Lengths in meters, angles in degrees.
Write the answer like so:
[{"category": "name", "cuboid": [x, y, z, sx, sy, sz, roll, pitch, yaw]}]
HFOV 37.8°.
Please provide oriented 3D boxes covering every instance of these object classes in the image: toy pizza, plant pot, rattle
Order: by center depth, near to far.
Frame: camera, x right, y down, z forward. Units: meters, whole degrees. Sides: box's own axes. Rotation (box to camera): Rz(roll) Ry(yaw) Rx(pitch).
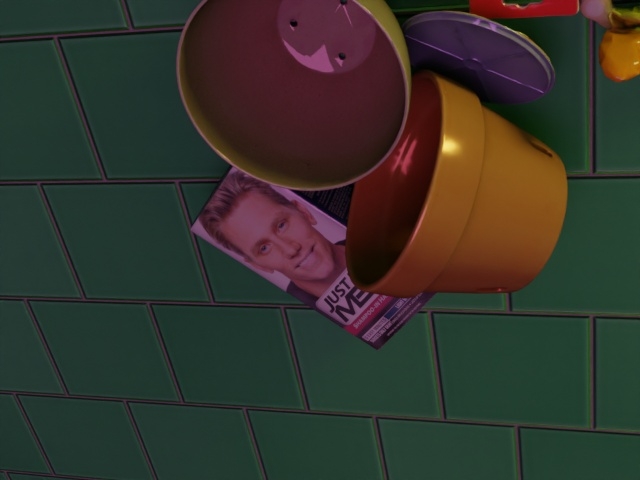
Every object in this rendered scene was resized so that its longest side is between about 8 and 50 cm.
[{"category": "rattle", "cuboid": [0.365, -0.301, 1.038, 0.130, 0.143, 0.200, 40, 136, 10]}, {"category": "toy pizza", "cuboid": [0.194, -0.231, 1.156, 0.201, 0.032, 0.201, 21, 166, 5]}, {"category": "plant pot", "cuboid": [-0.012, -0.231, 1.169, 0.284, 0.191, 0.284, 9, 128, 12]}, {"category": "plant pot", "cuboid": [0.179, -0.053, 1.210, 0.203, 0.291, 0.291, 15, 131, -16]}]

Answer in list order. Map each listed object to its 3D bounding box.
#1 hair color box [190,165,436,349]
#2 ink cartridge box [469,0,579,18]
[{"category": "hair color box", "cuboid": [0.000, 0.000, 1.396, 0.347, 0.105, 0.174, 33, 128, -8]}, {"category": "ink cartridge box", "cuboid": [0.229, -0.375, 1.057, 0.134, 0.078, 0.231, 2, 126, 17]}]
